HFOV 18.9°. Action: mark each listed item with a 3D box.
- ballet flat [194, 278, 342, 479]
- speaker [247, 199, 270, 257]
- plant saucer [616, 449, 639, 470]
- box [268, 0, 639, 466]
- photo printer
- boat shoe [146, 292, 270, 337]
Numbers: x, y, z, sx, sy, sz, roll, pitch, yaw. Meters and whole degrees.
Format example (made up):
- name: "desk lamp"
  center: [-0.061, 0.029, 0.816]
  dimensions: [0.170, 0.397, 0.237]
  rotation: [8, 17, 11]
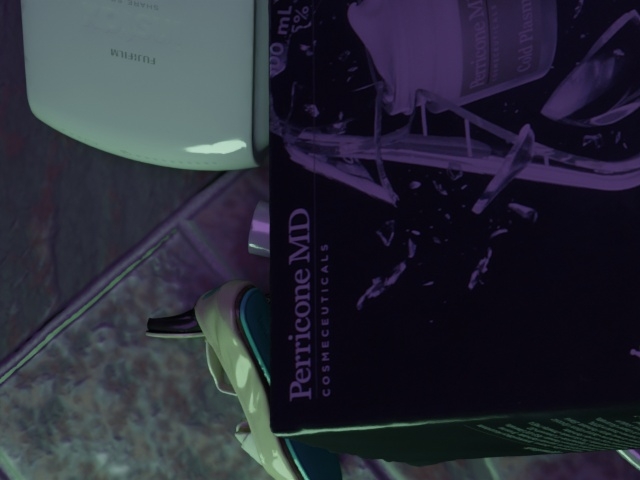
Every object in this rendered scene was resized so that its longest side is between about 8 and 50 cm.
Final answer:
- name: "ballet flat"
  center: [-0.054, 0.151, 1.835]
  dimensions: [0.086, 0.086, 0.248]
  rotation: [-19, 106, 8]
- name: "speaker"
  center: [0.000, 0.000, 1.849]
  dimensions: [0.136, 0.055, 0.055]
  rotation: [11, 92, 9]
- name: "plant saucer"
  center: [0.411, 0.048, 1.766]
  dimensions: [0.400, 0.100, 0.401]
  rotation: [0, 89, 9]
- name: "box"
  center: [0.226, -0.073, 1.592]
  dimensions: [0.471, 0.297, 0.480]
  rotation: [-8, 76, 29]
- name: "photo printer"
  center: [-0.155, -0.208, 1.787]
  dimensions: [0.256, 0.107, 0.308]
  rotation: [13, 127, 14]
- name: "boat shoe"
  center: [-0.104, 0.074, 1.868]
  dimensions: [0.133, 0.049, 0.042]
  rotation: [-6, 93, 1]
